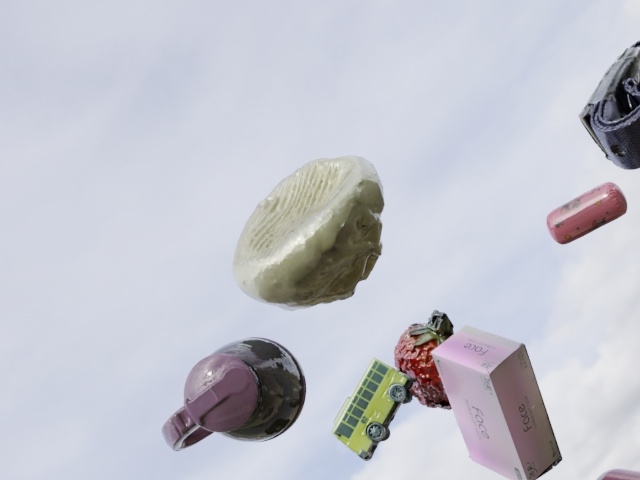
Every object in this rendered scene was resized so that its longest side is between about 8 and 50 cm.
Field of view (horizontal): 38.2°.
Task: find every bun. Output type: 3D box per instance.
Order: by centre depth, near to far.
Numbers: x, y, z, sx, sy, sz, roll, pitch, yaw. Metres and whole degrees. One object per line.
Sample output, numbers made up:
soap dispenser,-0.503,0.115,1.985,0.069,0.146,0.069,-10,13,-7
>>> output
bun,0.000,0.000,1.156,0.231,0.231,0.133,-44,-67,-7

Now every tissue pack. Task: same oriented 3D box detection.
tissue pack,0.294,0.278,1.554,0.092,0.149,0.246,-34,-65,-24

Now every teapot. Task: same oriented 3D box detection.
teapot,-0.101,0.162,0.986,0.148,0.116,0.146,-8,-9,14

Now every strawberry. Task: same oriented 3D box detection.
strawberry,0.216,0.257,1.792,0.106,0.188,0.286,-35,-39,-22

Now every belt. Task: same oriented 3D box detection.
belt,0.535,-0.222,1.519,0.126,0.140,0.230,47,-118,-31

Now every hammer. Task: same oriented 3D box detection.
hammer,0.269,-0.028,0.937,0.083,0.043,0.043,-33,-22,31

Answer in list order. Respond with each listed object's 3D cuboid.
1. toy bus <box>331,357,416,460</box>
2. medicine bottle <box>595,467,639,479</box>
toy bus,0.097,0.312,1.717,0.175,0.101,0.088,-59,-18,-5
medicine bottle,0.611,0.487,1.662,0.131,0.250,0.131,3,-97,-27
